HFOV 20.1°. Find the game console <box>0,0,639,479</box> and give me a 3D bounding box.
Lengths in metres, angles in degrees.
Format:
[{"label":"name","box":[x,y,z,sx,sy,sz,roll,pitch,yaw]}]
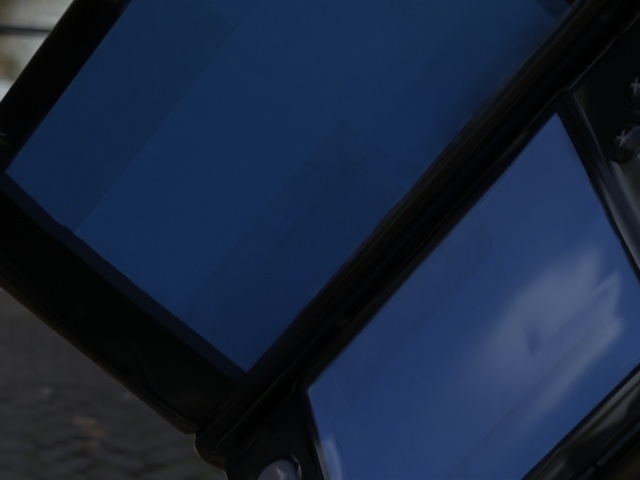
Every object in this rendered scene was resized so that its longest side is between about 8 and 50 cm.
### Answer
[{"label":"game console","box":[0.000,0.000,0.672,0.173,0.293,0.250,23,31,-30]}]
